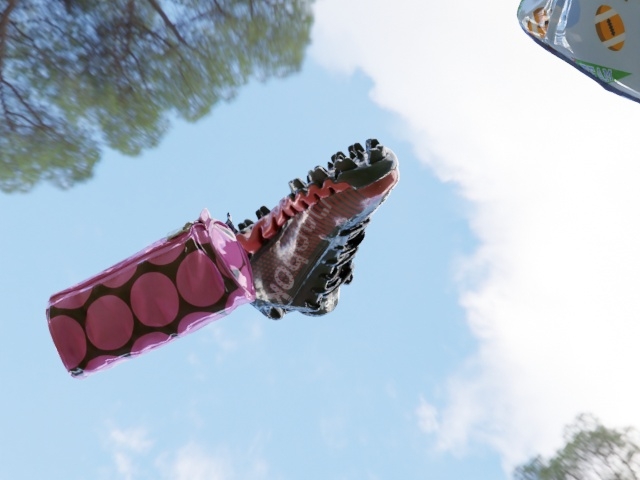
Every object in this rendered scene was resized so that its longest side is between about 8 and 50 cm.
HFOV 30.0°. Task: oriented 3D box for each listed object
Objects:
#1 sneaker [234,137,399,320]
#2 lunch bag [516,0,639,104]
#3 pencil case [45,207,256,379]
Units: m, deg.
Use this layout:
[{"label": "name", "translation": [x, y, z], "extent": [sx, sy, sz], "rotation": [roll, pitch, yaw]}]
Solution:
[{"label": "sneaker", "translation": [0.000, 0.000, 1.213], "extent": [0.276, 0.098, 0.135], "rotation": [-35, -91, 44]}, {"label": "lunch bag", "translation": [0.347, -0.202, 1.105], "extent": [0.303, 0.243, 0.115], "rotation": [41, -48, 32]}, {"label": "pencil case", "translation": [-0.167, 0.053, 1.143], "extent": [0.209, 0.095, 0.098], "rotation": [-28, -59, 14]}]
